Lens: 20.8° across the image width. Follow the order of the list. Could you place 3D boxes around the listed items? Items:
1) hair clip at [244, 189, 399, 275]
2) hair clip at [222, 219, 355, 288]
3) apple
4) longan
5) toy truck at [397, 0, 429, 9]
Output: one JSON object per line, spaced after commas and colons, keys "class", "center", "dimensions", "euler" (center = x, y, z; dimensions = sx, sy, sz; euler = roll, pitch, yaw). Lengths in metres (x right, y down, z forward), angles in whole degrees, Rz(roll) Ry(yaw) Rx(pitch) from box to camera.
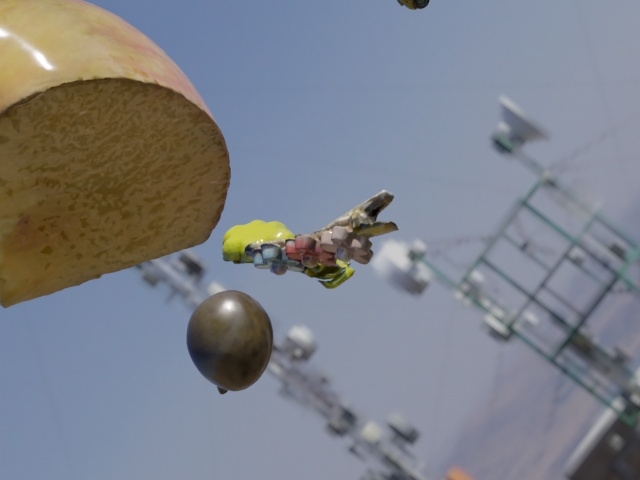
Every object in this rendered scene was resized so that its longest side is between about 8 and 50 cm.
{"class": "hair clip", "center": [0.000, 0.006, 1.779], "dimensions": [0.214, 0.062, 0.056], "euler": [-23, 53, 41]}
{"class": "hair clip", "center": [-0.045, 0.013, 1.923], "dimensions": [0.072, 0.173, 0.046], "euler": [-35, -54, -34]}
{"class": "apple", "center": [-0.244, -0.097, 1.505], "dimensions": [0.309, 0.314, 0.252], "euler": [88, -154, -54]}
{"class": "longan", "center": [-0.095, 0.109, 1.833], "dimensions": [0.092, 0.113, 0.113], "euler": [-1, -35, -25]}
{"class": "toy truck", "center": [0.121, -0.327, 2.143], "dimensions": [0.083, 0.054, 0.049], "euler": [-44, 37, 11]}
